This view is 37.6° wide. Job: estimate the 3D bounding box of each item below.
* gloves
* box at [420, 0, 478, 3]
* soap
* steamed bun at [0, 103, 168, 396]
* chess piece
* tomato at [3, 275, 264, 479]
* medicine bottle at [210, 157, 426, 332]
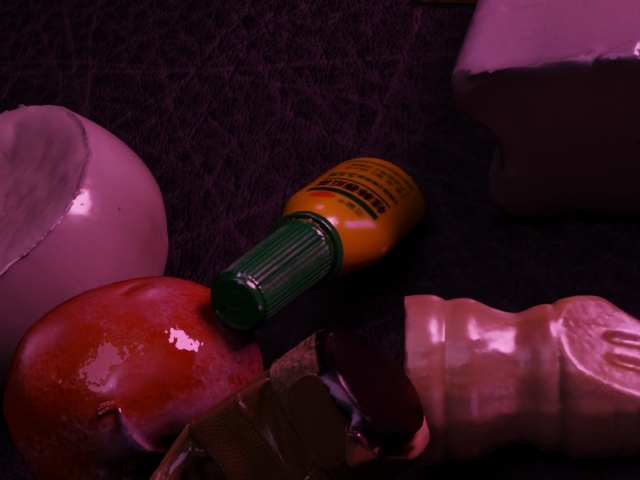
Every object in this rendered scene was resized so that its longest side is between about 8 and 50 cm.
[{"bbox_3d":[-0.055,0.211,0.705,0.331,0.154,0.141,-51,31,19],"label":"gloves"},{"bbox_3d":[0.199,-0.333,1.205,0.149,0.020,0.073,12,58,36],"label":"box"},{"bbox_3d":[0.346,-0.237,0.898,0.350,0.213,0.435,4,54,31],"label":"soap"},{"bbox_3d":[-0.314,0.019,1.020,0.324,0.206,0.324,-14,47,15],"label":"steamed bun"},{"bbox_3d":[0.212,0.108,0.730,0.300,0.137,0.137,-1,49,11],"label":"chess piece"},{"bbox_3d":[-0.156,0.131,0.816,0.232,0.232,0.188,-36,51,-6],"label":"tomato"},{"bbox_3d":[0.000,0.000,0.868,0.111,0.076,0.309,21,30,19],"label":"medicine bottle"}]
